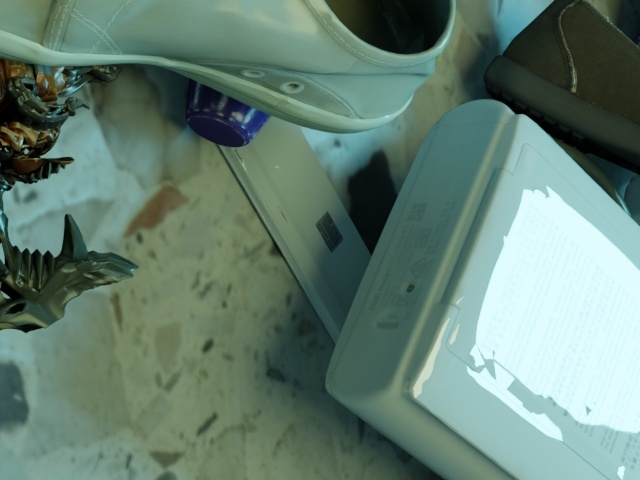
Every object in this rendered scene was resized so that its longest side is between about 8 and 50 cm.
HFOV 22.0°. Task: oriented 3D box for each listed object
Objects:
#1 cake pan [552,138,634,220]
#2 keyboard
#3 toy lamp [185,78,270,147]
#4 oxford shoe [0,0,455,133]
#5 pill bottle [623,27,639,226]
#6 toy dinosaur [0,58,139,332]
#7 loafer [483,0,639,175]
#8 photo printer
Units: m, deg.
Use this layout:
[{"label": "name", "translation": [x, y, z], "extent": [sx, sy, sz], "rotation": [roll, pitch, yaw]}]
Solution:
[{"label": "cake pan", "translation": [0.164, 0.062, 1.355], "extent": [0.293, 0.054, 0.293], "rotation": [1, 88, -42]}, {"label": "keyboard", "translation": [0.000, 0.000, 1.260], "extent": [0.072, 0.014, 0.256], "rotation": [-52, 125, -36]}, {"label": "toy lamp", "translation": [-0.026, -0.195, 1.183], "extent": [0.080, 0.080, 0.275], "rotation": [39, 63, -38]}, {"label": "oxford shoe", "translation": [-0.097, -0.178, 0.985], "extent": [0.449, 0.130, 0.169], "rotation": [13, 57, -34]}, {"label": "pill bottle", "translation": [0.366, -0.142, 1.506], "extent": [0.169, 0.169, 0.302], "rotation": [28, 73, -42]}, {"label": "toy dinosaur", "translation": [-0.238, -0.036, 0.962], "extent": [0.322, 0.164, 0.218], "rotation": [-32, 99, -20]}, {"label": "loafer", "translation": [0.318, -0.096, 1.345], "extent": [0.130, 0.366, 0.134], "rotation": [-63, 177, 2]}, {"label": "photo printer", "translation": [0.165, 0.080, 1.247], "extent": [0.307, 0.107, 0.256], "rotation": [38, 65, -35]}]
